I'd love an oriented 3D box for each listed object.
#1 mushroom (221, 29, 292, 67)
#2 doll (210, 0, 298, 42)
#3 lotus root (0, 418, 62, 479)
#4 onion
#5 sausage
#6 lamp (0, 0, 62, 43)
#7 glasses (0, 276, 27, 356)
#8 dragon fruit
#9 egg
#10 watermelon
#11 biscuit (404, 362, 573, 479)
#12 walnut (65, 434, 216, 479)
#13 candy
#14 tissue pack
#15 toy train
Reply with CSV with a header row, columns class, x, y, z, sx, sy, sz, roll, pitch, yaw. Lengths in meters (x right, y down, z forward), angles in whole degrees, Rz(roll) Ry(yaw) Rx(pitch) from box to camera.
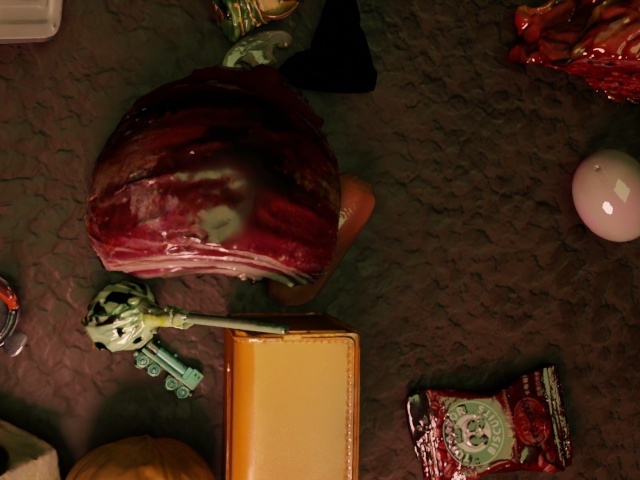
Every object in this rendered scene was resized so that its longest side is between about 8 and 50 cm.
class,x,y,z,sx,sy,sz,roll,pitch,yaw
mushroom,-0.083,-0.244,0.963,0.101,0.019,0.049,-31,98,-11
doll,-0.084,-0.290,0.947,0.113,0.078,0.076,-12,138,-32
lotus root,-0.406,0.355,0.844,0.210,0.142,0.313,15,96,16
onion,-0.133,-0.088,0.870,0.315,0.146,0.279,0,82,1
sausage,0.000,0.000,0.959,0.077,0.077,0.194,34,84,-12
lamp,-0.354,-0.332,0.749,0.047,0.266,0.269,19,113,17
glasses,-0.451,0.080,0.761,0.234,0.268,0.118,-17,76,-11
dragon fruit,0.441,-0.310,0.974,0.329,0.286,0.227,11,92,-5
egg,0.407,-0.062,1.039,0.103,0.103,0.135,-25,98,-12
watermelon,0.038,-0.252,0.957,0.121,0.098,0.158,32,80,-12
biscuit,0.237,0.263,1.024,0.236,0.063,0.151,-9,81,-9
walnut,-0.209,0.334,0.855,0.195,0.195,0.221,7,83,-13
candy,-0.156,0.092,0.827,0.091,0.306,0.083,-51,128,-37
tissue pack,-0.043,0.231,0.889,0.145,0.194,0.274,0,90,-13
toy train,-0.192,0.161,0.939,0.092,0.029,0.045,41,74,-9
